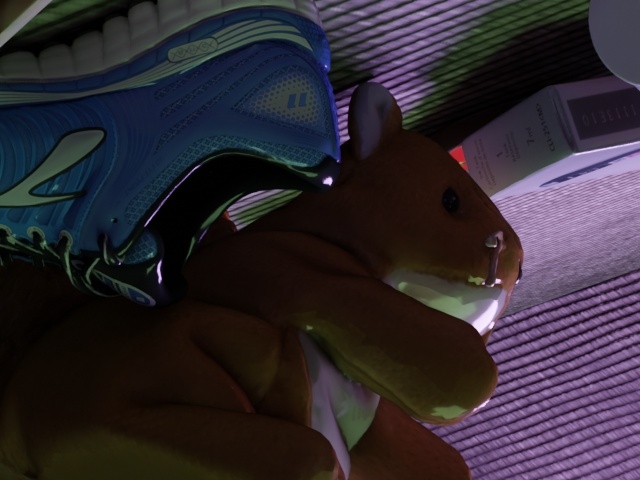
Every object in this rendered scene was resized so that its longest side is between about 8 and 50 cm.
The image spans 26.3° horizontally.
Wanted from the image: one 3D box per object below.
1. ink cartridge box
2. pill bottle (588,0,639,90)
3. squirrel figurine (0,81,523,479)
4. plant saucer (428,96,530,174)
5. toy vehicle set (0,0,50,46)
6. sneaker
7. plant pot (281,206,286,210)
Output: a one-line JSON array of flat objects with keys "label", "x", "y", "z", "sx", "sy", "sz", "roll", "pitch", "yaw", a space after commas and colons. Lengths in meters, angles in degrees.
[{"label": "ink cartridge box", "x": 0.233, "y": -0.080, "z": 1.125, "sx": 0.275, "sy": 0.060, "sz": 0.239, "roll": -13, "pitch": 170, "yaw": -29}, {"label": "pill bottle", "x": 0.272, "y": -0.145, "z": 0.918, "sx": 0.121, "sy": 0.121, "sz": 0.216, "roll": -29, "pitch": 165, "yaw": 38}, {"label": "squirrel figurine", "x": -0.059, "y": 0.048, "z": 0.939, "sx": 0.370, "sy": 0.397, "sz": 0.281, "roll": -55, "pitch": 150, "yaw": -34}, {"label": "plant saucer", "x": 0.151, "y": -0.088, "z": 1.214, "sx": 0.168, "sy": 0.029, "sz": 0.168, "roll": -19, "pitch": 169, "yaw": -4}, {"label": "toy vehicle set", "x": -0.178, "y": -0.115, "z": 0.540, "sx": 0.166, "sy": 0.035, "sz": 0.267, "roll": -6, "pitch": 162, "yaw": -47}, {"label": "sneaker", "x": -0.142, "y": -0.025, "z": 0.740, "sx": 0.330, "sy": 0.147, "sz": 0.130, "roll": -20, "pitch": 168, "yaw": 7}, {"label": "plant pot", "x": 0.000, "y": 0.000, "z": 1.263, "sx": 0.083, "sy": 0.081, "sz": 0.081, "roll": -9, "pitch": 170, "yaw": 7}]
